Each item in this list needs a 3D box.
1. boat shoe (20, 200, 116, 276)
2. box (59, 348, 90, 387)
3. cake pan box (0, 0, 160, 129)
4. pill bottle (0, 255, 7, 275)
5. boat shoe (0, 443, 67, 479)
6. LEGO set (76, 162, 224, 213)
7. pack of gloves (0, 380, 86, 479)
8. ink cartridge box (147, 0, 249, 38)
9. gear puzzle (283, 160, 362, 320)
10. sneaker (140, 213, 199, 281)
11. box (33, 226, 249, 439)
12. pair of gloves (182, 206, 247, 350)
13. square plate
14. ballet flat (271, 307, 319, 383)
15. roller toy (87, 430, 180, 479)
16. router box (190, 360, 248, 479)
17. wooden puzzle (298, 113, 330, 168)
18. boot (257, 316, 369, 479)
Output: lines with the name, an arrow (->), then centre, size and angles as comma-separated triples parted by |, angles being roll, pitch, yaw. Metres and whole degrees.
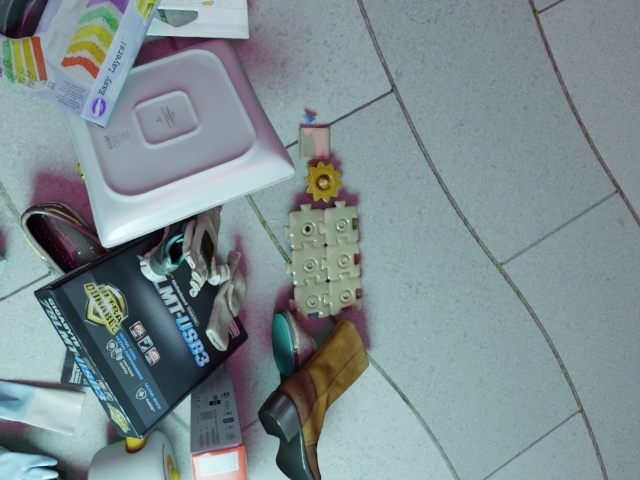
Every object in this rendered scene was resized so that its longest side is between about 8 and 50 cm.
boat shoe -> -0.417, 0.058, 0.894 | 0.116, 0.096, 0.324 | -43, 105, -5
box -> -0.425, 0.239, 0.952 | 0.162, 0.029, 0.116 | 13, 93, -17
cake pan box -> -0.427, -0.353, 0.793 | 0.266, 0.070, 0.246 | 28, 92, 15
pill bottle -> -0.674, 0.016, 0.807 | 0.221, 0.121, 0.121 | 34, 88, -16
boat shoe -> -0.547, 0.496, 0.907 | 0.341, 0.123, 0.123 | 31, 78, 4
LEGO set -> -0.306, -0.135, 0.893 | 0.286, 0.107, 0.132 | 15, 93, -17
pack of gloves -> -0.581, 0.355, 0.860 | 0.231, 0.046, 0.195 | 11, 59, -9
ink cartridge box -> -0.273, -0.499, 0.879 | 0.274, 0.060, 0.239 | -4, 100, -14
gear puzzle -> 0.000, 0.000, 1.026 | 0.175, 0.044, 0.339 | -7, 100, -21
sneaker -> -0.251, 0.001, 0.854 | 0.065, 0.076, 0.167 | 47, 44, -32
box -> -0.300, 0.142, 0.865 | 0.293, 0.073, 0.296 | -39, 110, -48
pair of gloves -> -0.187, 0.058, 0.877 | 0.042, 0.204, 0.240 | -6, 127, 9
square plate -> -0.265, -0.200, 0.835 | 0.343, 0.049, 0.347 | -23, 69, -11
ballet flat -> -0.042, 0.289, 1.036 | 0.106, 0.107, 0.316 | -10, 106, -34
roller toy -> -0.348, 0.479, 0.921 | 0.146, 0.209, 0.191 | -14, 136, -12
router box -> -0.187, 0.432, 0.883 | 0.082, 0.335, 0.302 | -6, 100, -14
wooden puzzle -> -0.014, -0.205, 1.012 | 0.078, 0.014, 0.117 | 5, 96, -20
boot -> 0.009, 0.343, 0.991 | 0.280, 0.096, 0.264 | -40, 117, -41
